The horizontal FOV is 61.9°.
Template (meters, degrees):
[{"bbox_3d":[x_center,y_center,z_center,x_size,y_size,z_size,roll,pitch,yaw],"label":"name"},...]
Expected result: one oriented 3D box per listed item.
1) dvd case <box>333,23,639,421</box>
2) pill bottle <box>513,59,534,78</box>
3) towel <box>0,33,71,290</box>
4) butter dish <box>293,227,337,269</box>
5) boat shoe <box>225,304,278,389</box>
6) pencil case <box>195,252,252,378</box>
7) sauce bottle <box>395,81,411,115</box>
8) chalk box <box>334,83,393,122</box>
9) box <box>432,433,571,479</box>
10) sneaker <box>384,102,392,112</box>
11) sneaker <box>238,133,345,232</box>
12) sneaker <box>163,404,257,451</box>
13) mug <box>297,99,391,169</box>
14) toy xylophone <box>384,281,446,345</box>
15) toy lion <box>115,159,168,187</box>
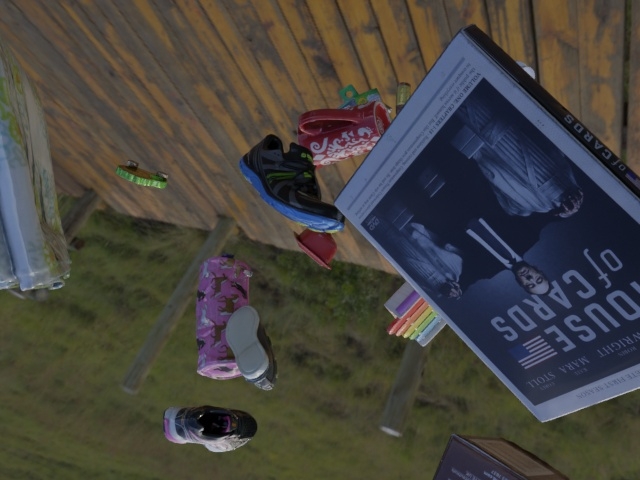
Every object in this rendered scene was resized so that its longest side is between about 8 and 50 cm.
[{"bbox_3d":[0.132,0.005,0.365,0.239,0.029,0.179,47,140,8],"label":"dvd case"},{"bbox_3d":[0.432,-0.377,1.214,0.065,0.065,0.116,40,-172,-26],"label":"pill bottle"},{"bbox_3d":[-0.434,-0.110,0.755,0.090,0.375,0.320,-13,-178,-21],"label":"towel"},{"bbox_3d":[0.000,0.000,1.786,0.160,0.118,0.160,41,-176,-12],"label":"butter dish"},{"bbox_3d":[-0.188,0.292,1.478,0.091,0.109,0.305,56,-179,-31],"label":"boat shoe"},{"bbox_3d":[-0.296,0.237,1.660,0.160,0.386,0.167,22,138,-38],"label":"pencil case"},{"bbox_3d":[0.230,-0.375,1.490,0.042,0.128,0.042,4,174,0],"label":"sauce bottle"},{"bbox_3d":[0.139,-0.428,1.825,0.132,0.132,0.213,-20,98,51],"label":"chalk box"},{"bbox_3d":[0.217,0.497,0.796,0.143,0.382,0.191,24,179,44],"label":"box"},{"bbox_3d":[0.210,-0.478,2.129,0.086,0.226,0.163,32,111,-3],"label":"sneaker"},{"bbox_3d":[-0.033,-0.073,0.633,0.067,0.078,0.188,29,-168,-48],"label":"sneaker"},{"bbox_3d":[-0.158,0.298,0.846,0.077,0.072,0.178,-17,156,32],"label":"sneaker"},{"bbox_3d":[0.045,-0.214,1.076,0.169,0.150,0.113,-10,99,28],"label":"mug"},{"bbox_3d":[0.295,0.181,1.536,0.081,0.236,0.322,42,-175,34],"label":"toy xylophone"},{"bbox_3d":[-0.355,-0.127,1.063,0.100,0.034,0.096,20,-169,-22],"label":"toy lion"}]
